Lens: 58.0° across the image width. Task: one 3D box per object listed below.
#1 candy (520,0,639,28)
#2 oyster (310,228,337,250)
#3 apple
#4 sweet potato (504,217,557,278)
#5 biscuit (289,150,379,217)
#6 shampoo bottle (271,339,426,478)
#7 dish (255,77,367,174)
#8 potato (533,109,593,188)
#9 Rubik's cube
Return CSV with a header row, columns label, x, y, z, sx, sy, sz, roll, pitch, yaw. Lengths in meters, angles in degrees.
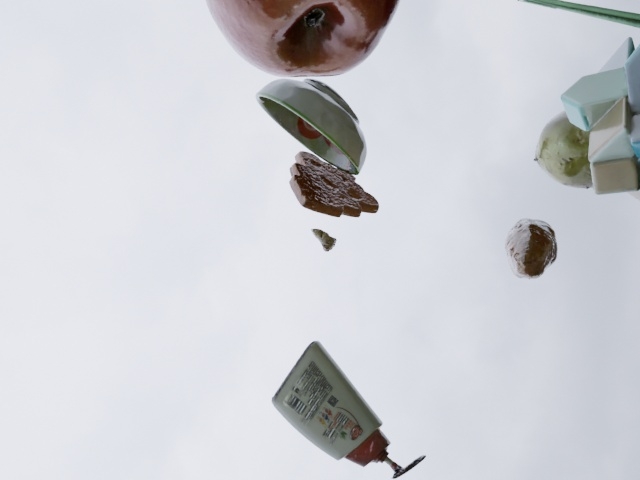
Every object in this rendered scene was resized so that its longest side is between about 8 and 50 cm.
label,x,y,z,sx,sy,sz,roll,pitch,yaw
candy,0.513,-0.402,1.027,0.092,0.335,0.093,-50,-27,-35
oyster,0.000,0.000,1.411,0.083,0.080,0.038,27,-99,-23
apple,-0.021,-0.287,0.620,0.218,0.218,0.201,11,-123,-42
sweet potato,0.384,0.019,1.056,0.251,0.097,0.097,-39,-66,-63
biscuit,0.013,-0.137,1.564,0.284,0.043,0.306,37,-150,8
shampoo bottle,0.053,0.332,1.060,0.153,0.284,0.071,-54,-17,5
dish,0.002,-0.308,1.442,0.324,0.324,0.124,38,-92,-34
potato,0.580,-0.197,1.125,0.210,0.307,0.173,-24,-74,-42
Rubik's cube,0.466,-0.169,0.813,0.265,0.212,0.224,36,-120,-45
